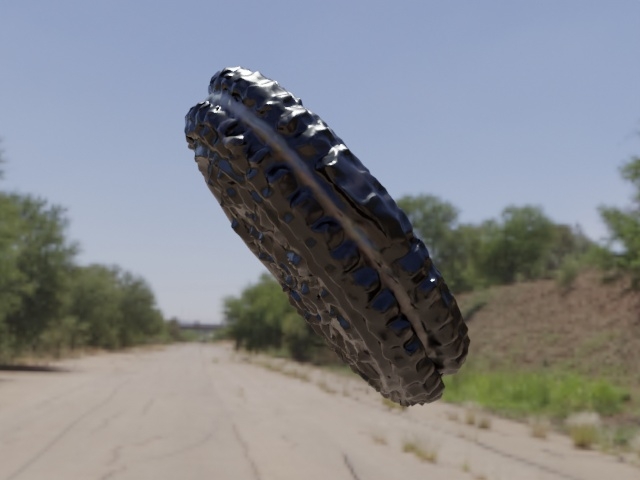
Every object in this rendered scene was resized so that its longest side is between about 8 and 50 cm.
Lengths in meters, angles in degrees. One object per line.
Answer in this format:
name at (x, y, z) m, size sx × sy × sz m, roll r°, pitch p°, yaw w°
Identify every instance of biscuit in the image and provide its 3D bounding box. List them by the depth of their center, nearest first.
biscuit at (0.000, 0.000, 0.526) m, size 0.053 × 0.194 × 0.194 m, roll -39°, pitch 0°, yaw -9°
